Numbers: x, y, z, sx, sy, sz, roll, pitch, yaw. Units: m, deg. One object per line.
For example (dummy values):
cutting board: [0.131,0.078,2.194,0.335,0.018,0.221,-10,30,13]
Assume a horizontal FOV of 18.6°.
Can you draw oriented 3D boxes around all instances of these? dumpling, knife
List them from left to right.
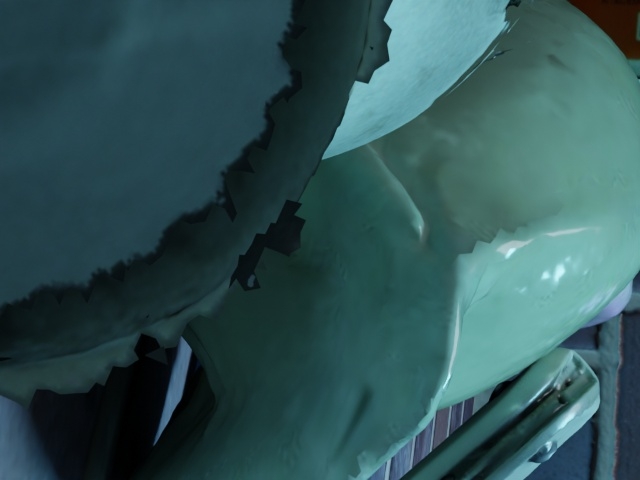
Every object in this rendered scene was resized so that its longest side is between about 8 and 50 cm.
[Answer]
dumpling: [0.006,-0.028,0.821,0.320,0.270,0.212,-24,95,-54]
knife: [0.015,0.142,0.842,0.040,0.265,0.073,50,21,10]

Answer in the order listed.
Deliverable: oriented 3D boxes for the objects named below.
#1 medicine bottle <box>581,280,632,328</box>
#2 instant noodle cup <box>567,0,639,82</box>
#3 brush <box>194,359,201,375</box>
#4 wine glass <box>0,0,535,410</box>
medicine bottle: [0.103,-0.144,1.264,0.219,0.219,0.388,62,33,-73]
instant noodle cup: [0.241,-0.217,1.078,0.294,0.294,0.308,34,61,-80]
brush: [-0.056,0.058,0.979,0.051,0.014,0.164,80,16,-50]
wine glass: [-0.038,-0.095,0.512,0.357,0.190,0.190,-43,135,-71]
